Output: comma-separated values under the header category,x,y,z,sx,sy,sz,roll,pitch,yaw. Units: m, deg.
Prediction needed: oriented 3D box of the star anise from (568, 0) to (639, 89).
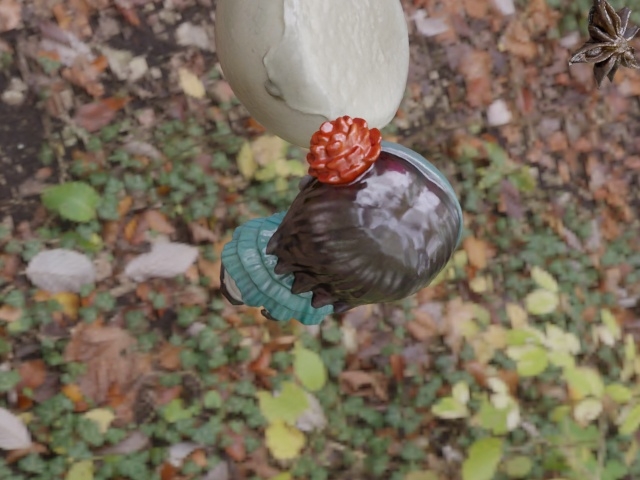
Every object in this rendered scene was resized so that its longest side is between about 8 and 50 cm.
category,x,y,z,sx,sy,sz,roll,pitch,yaw
star anise,0.405,-0.267,1.632,0.129,0.056,0.124,23,86,-35

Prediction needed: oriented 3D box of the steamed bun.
category,x,y,z,sx,sy,sz,roll,pitch,yaw
steamed bun,-0.022,-0.247,1.439,0.283,0.177,0.282,10,77,-53

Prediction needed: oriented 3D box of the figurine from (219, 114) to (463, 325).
category,x,y,z,sx,sy,sz,roll,pitch,yaw
figurine,0.000,0.000,0.886,0.138,0.245,0.110,27,60,-22
